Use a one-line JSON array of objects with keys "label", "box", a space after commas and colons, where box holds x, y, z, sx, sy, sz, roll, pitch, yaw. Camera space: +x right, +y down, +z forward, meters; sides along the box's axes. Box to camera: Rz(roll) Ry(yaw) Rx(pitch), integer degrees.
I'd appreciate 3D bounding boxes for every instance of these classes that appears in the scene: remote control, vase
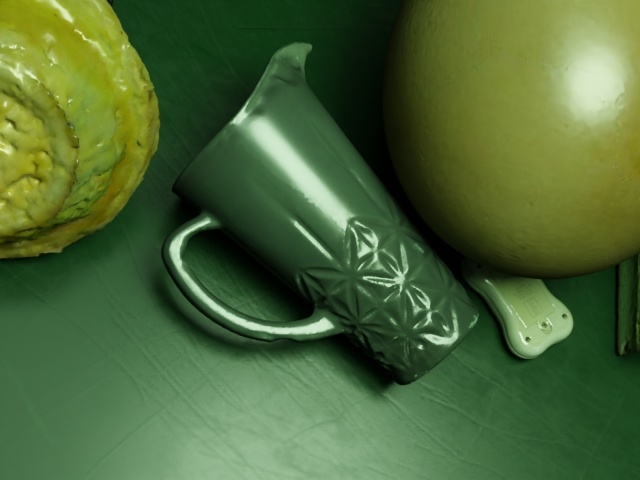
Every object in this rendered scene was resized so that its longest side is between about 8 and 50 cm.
[{"label": "remote control", "box": [0.193, 0.054, 1.092, 0.074, 0.032, 0.122, -27, 80, -21]}, {"label": "vase", "box": [0.000, 0.000, 1.010, 0.301, 0.156, 0.251, 46, 74, -2]}]

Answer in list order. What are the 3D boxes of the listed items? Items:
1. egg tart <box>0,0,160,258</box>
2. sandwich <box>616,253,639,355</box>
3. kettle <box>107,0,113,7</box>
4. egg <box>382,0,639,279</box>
[{"label": "egg tart", "box": [-0.269, -0.100, 0.902, 0.288, 0.288, 0.118, 14, 27, -9]}, {"label": "sandwich", "box": [0.366, 0.023, 1.080, 0.227, 0.155, 0.198, 43, 67, 3]}, {"label": "kettle", "box": [-0.310, -0.231, 1.005, 0.237, 0.161, 0.221, 8, 56, -9]}, {"label": "egg", "box": [0.209, -0.148, 0.994, 0.301, 0.301, 0.373, 15, 75, -9]}]
